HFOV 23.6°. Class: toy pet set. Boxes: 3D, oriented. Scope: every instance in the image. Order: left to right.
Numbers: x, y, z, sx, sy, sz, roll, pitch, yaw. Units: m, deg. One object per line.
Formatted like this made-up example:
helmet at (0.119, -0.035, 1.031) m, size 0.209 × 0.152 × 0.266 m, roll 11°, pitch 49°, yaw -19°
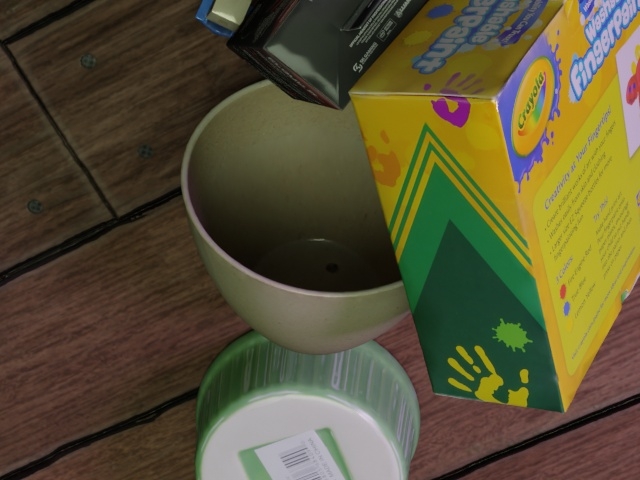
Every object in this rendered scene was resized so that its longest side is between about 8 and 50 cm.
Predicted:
toy pet set at (-0.087, -0.294, 1.790) m, size 0.122 × 0.065 × 0.114 m, roll 25°, pitch 80°, yaw -11°

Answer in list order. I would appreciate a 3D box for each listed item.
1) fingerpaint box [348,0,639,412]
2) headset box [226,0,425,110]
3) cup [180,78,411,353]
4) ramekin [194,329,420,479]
fingerpaint box at (0.231, -0.109, 1.602) m, size 0.163 × 0.445 × 0.371 m, roll 5°, pitch 129°, yaw 31°
headset box at (0.023, -0.258, 1.624) m, size 0.110 × 0.293 × 0.218 m, roll 37°, pitch 88°, yaw -14°
cup at (0.000, 0.000, 1.803) m, size 0.331 × 0.331 × 0.237 m, roll 8°, pitch 142°, yaw 0°
ramekin at (-0.022, 0.270, 1.998) m, size 0.303 × 0.148 × 0.303 m, roll 2°, pitch 116°, yaw 3°
